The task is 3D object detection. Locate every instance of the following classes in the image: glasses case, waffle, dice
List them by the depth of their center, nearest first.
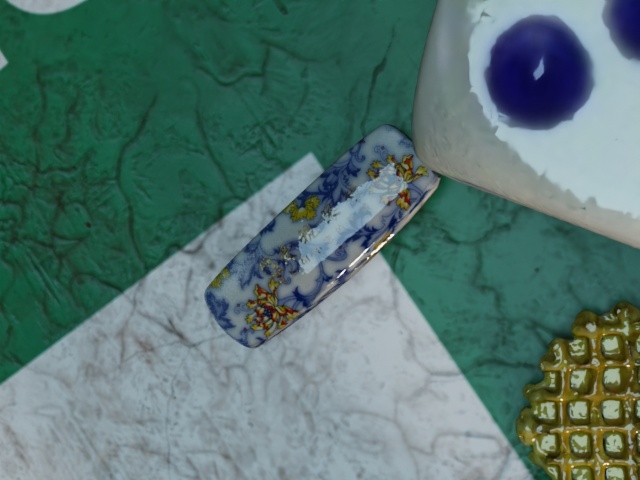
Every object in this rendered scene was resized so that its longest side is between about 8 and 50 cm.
[{"bbox_3d":[0.258,-0.149,0.857,0.304,0.277,0.304,21,95,15],"label":"dice"},{"bbox_3d":[0.254,0.152,0.985,0.160,0.046,0.192,34,100,14],"label":"waffle"},{"bbox_3d":[0.000,0.000,1.042,0.248,0.065,0.087,-44,83,12],"label":"glasses case"}]
